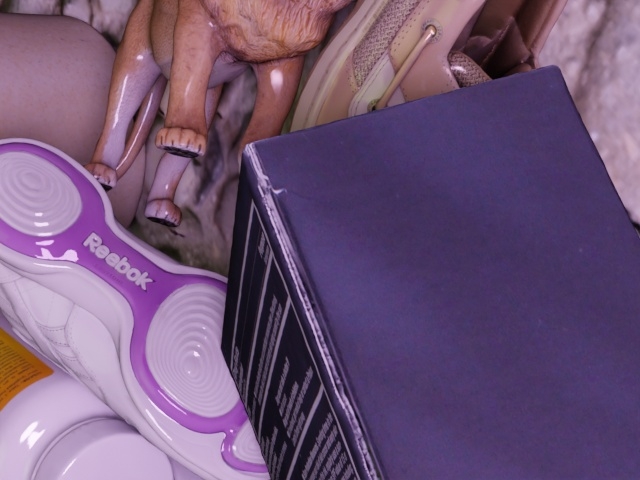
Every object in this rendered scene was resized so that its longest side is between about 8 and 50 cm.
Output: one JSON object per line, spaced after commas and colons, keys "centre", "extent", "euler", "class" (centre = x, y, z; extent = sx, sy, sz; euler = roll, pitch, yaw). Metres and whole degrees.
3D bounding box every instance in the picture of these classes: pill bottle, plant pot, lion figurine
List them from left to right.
{"centre": [-0.334, -0.070, 1.141], "extent": [0.334, 0.305, 0.333], "euler": [15, 111, 46], "class": "plant pot"}
{"centre": [-0.218, 0.153, 1.041], "extent": [0.246, 0.136, 0.136], "euler": [25, 118, 51], "class": "pill bottle"}
{"centre": [-0.079, -0.151, 0.956], "extent": [0.392, 0.142, 0.240], "euler": [-8, 69, 55], "class": "lion figurine"}

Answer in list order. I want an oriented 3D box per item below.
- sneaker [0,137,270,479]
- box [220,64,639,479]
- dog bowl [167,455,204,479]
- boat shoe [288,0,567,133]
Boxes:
{"centre": [-0.139, 0.059, 0.956], "extent": [0.305, 0.114, 0.152], "euler": [45, 152, 8], "class": "sneaker"}
{"centre": [0.076, 0.113, 0.727], "extent": [0.296, 0.183, 0.294], "euler": [106, 145, -66], "class": "box"}
{"centre": [-0.139, 0.270, 1.115], "extent": [0.265, 0.104, 0.264], "euler": [-14, 71, 49], "class": "dog bowl"}
{"centre": [0.073, -0.098, 0.814], "extent": [0.110, 0.122, 0.341], "euler": [43, 128, 33], "class": "boat shoe"}
